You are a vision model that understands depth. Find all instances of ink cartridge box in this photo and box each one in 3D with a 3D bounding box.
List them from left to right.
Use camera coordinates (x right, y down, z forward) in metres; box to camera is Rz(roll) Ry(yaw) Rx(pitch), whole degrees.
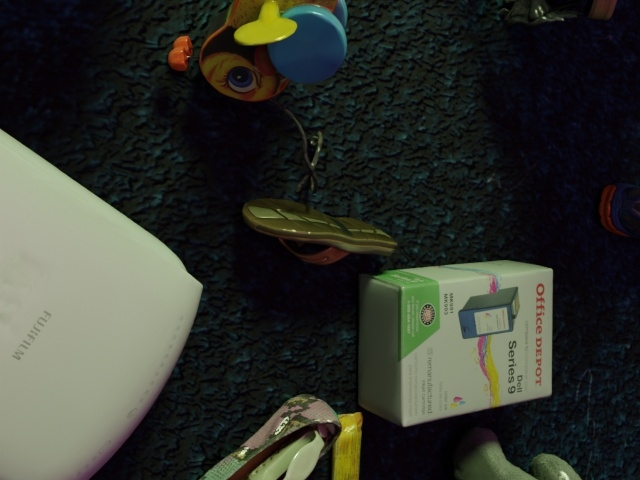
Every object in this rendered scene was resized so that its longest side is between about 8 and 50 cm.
[{"bbox_3d":[0.154,0.109,0.983,0.212,0.093,0.154,-4,98,-30],"label":"ink cartridge box"}]

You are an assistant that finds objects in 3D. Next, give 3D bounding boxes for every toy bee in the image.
[{"bbox_3d":[-0.055,-0.188,0.794,0.162,0.195,0.298,9,104,-5],"label":"toy bee"}]

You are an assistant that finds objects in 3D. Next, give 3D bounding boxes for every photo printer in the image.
[{"bbox_3d":[-0.267,0.064,0.736,0.307,0.107,0.256,39,78,-27],"label":"photo printer"}]

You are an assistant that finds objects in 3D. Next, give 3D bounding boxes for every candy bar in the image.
[{"bbox_3d":[0.025,0.272,0.975,0.040,0.018,0.161,0,97,-25],"label":"candy bar"}]

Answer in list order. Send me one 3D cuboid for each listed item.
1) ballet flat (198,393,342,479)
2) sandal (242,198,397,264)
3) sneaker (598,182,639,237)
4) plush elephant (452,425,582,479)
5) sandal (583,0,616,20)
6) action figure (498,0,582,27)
[{"bbox_3d":[-0.064,0.247,0.888,0.221,0.079,0.077,-42,115,-17],"label":"ballet flat"},{"bbox_3d":[0.000,0.000,0.906,0.180,0.072,0.049,12,112,-34],"label":"sandal"},{"bbox_3d":[0.465,-0.022,1.140,0.221,0.087,0.083,7,94,-29],"label":"sneaker"},{"bbox_3d":[0.287,0.402,1.011,0.255,0.330,0.271,36,71,-46],"label":"plush elephant"},{"bbox_3d":[0.339,-0.299,0.969,0.079,0.240,0.088,12,127,8],"label":"sandal"},{"bbox_3d":[0.233,-0.377,0.929,0.164,0.141,0.275,-45,126,-59],"label":"action figure"}]
